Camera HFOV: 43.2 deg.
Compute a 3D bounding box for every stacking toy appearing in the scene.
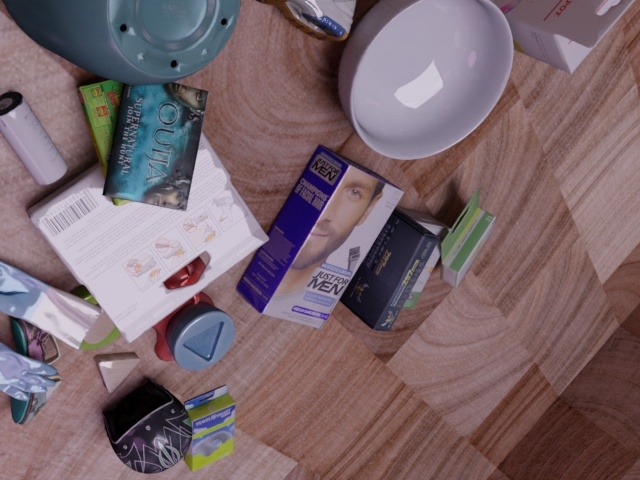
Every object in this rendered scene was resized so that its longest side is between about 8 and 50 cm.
[{"bbox_3d":[-0.294,0.157,1.447,0.279,0.130,0.309,-35,136,-18],"label":"stacking toy"}]

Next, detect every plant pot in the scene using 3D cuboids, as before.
[{"bbox_3d":[-0.240,-0.338,1.054,0.293,0.235,0.293,-23,132,-29],"label":"plant pot"}]

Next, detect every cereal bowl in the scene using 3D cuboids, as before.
[{"bbox_3d":[0.177,-0.324,1.488,0.339,0.141,0.339,-16,134,-18],"label":"cereal bowl"}]

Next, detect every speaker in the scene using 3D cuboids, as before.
[{"bbox_3d":[-0.421,-0.145,1.168,0.055,0.055,0.136,-37,138,-15],"label":"speaker"}]

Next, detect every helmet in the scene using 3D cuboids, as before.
[{"bbox_3d":[-0.324,0.364,1.546,0.169,0.161,0.169,-23,132,-28],"label":"helmet"}]

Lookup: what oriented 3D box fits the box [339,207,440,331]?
[{"bbox_3d":[0.124,0.047,1.702,0.059,0.183,0.233,11,112,-46],"label":"box"}]

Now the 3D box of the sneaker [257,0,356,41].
[{"bbox_3d":[-0.049,-0.434,1.277,0.296,0.112,0.131,24,84,-50],"label":"sneaker"}]

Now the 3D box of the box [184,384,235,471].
[{"bbox_3d":[-0.239,0.407,1.746,0.109,0.042,0.178,-19,131,-32],"label":"box"}]

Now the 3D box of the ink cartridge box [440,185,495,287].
[{"bbox_3d":[0.343,-0.003,1.879,0.171,0.056,0.235,-55,164,-14],"label":"ink cartridge box"}]

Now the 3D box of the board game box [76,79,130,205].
[{"bbox_3d":[-0.293,-0.152,1.219,0.092,0.043,0.181,-19,103,-21],"label":"board game box"}]

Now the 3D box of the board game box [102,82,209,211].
[{"bbox_3d":[-0.244,-0.145,1.202,0.126,0.026,0.186,10,91,-24],"label":"board game box"}]

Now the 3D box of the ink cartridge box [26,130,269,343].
[{"bbox_3d":[-0.272,-0.025,1.310,0.296,0.066,0.261,-37,113,-15],"label":"ink cartridge box"}]

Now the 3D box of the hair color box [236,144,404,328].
[{"bbox_3d":[0.000,0.000,1.616,0.185,0.110,0.339,20,103,-47],"label":"hair color box"}]

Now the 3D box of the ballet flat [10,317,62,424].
[{"bbox_3d":[-0.480,0.215,1.369,0.079,0.077,0.221,-13,122,-40],"label":"ballet flat"}]

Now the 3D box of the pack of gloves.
[{"bbox_3d":[-0.491,0.145,1.262,0.232,0.046,0.195,30,92,-25],"label":"pack of gloves"}]

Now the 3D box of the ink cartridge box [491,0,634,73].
[{"bbox_3d":[0.430,-0.445,1.487,0.207,0.353,0.119,-48,139,-2],"label":"ink cartridge box"}]

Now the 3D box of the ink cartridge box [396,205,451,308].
[{"bbox_3d":[0.182,0.039,1.818,0.154,0.093,0.212,9,114,-46],"label":"ink cartridge box"}]
